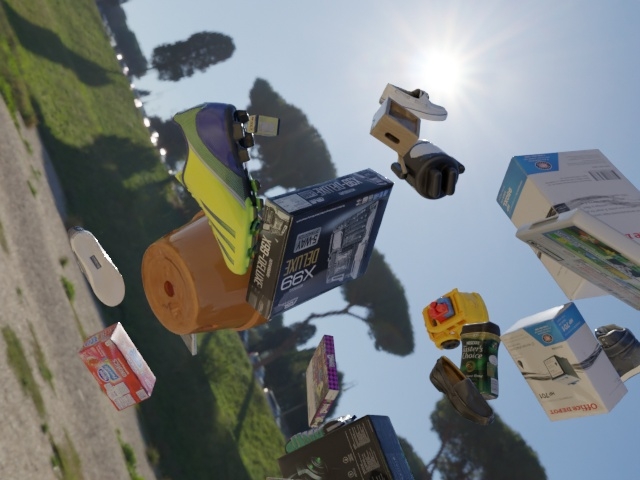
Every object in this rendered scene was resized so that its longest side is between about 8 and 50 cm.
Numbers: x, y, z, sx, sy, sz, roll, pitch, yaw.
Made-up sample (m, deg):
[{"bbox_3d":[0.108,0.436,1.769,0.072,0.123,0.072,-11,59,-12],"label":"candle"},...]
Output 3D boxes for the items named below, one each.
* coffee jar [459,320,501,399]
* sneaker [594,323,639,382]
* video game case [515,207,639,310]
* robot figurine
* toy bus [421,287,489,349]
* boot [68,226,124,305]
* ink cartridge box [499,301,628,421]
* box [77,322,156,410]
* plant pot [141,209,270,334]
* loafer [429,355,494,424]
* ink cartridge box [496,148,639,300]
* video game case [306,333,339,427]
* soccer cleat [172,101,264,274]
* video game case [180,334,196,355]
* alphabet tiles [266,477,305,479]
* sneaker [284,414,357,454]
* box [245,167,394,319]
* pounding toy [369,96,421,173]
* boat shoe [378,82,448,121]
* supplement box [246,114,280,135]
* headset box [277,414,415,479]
[{"bbox_3d":[0.386,0.290,1.566,0.096,0.079,0.185,-18,-126,47],"label":"coffee jar"},{"bbox_3d":[0.819,0.343,1.860,0.163,0.226,0.086,45,20,-1],"label":"sneaker"},{"bbox_3d":[0.586,0.049,1.292,0.329,0.036,0.300,31,-5,0],"label":"video game case"},{"bbox_3d":[0.381,-0.253,2.277,0.209,0.174,0.278,31,15,-30],"label":"robot figurine"},{"bbox_3d":[0.417,0.258,2.156,0.220,0.211,0.150,-38,-131,34],"label":"toy bus"},{"bbox_3d":[-0.503,0.054,1.448,0.086,0.069,0.190,24,-43,58],"label":"boot"},{"bbox_3d":[0.449,0.228,1.197,0.191,0.082,0.139,60,-36,5],"label":"ink cartridge box"},{"bbox_3d":[-0.683,0.426,2.177,0.257,0.128,0.123,63,6,-19],"label":"box"},{"bbox_3d":[-0.246,0.076,1.393,0.290,0.203,0.291,17,-65,40],"label":"plant pot"},{"bbox_3d":[0.290,0.307,1.322,0.170,0.062,0.061,40,-44,39],"label":"loafer"},{"bbox_3d":[0.686,-0.052,1.669,0.395,0.285,0.166,-112,-157,-43],"label":"ink cartridge box"},{"bbox_3d":[0.003,0.469,2.153,0.232,0.041,0.210,-96,-158,-50],"label":"video game case"},{"bbox_3d":[-0.156,-0.075,0.988,0.093,0.121,0.289,-82,170,-56],"label":"soccer cleat"},{"bbox_3d":[-0.379,0.226,1.828,0.119,0.015,0.166,42,-44,48],"label":"video game case"},{"bbox_3d":[0.034,0.568,1.231,0.011,0.342,0.285,-58,140,-57],"label":"alphabet tiles"},{"bbox_3d":[0.005,0.547,1.782,0.223,0.098,0.083,-31,-100,29],"label":"sneaker"},{"bbox_3d":[0.000,0.000,1.306,0.076,0.307,0.243,35,-54,30],"label":"box"},{"bbox_3d":[0.200,-0.276,1.690,0.100,0.141,0.130,-49,-165,35],"label":"pounding toy"},{"bbox_3d":[0.316,-0.451,2.093,0.095,0.258,0.084,56,-48,49],"label":"boat shoe"},{"bbox_3d":[-0.186,-0.372,2.090,0.083,0.083,0.056,14,-81,63],"label":"supplement box"},{"bbox_3d":[0.062,0.572,1.481,0.131,0.283,0.246,30,33,-58],"label":"headset box"}]
